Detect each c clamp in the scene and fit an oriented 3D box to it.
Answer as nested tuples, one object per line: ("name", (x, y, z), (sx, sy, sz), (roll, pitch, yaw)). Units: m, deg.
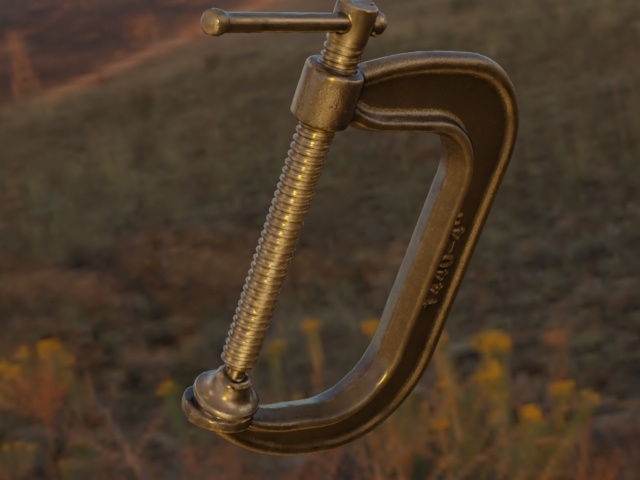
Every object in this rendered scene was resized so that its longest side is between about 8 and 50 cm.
("c clamp", (0.000, 0.000, 0.532), (0.137, 0.161, 0.022), (-12, 37, -42))
